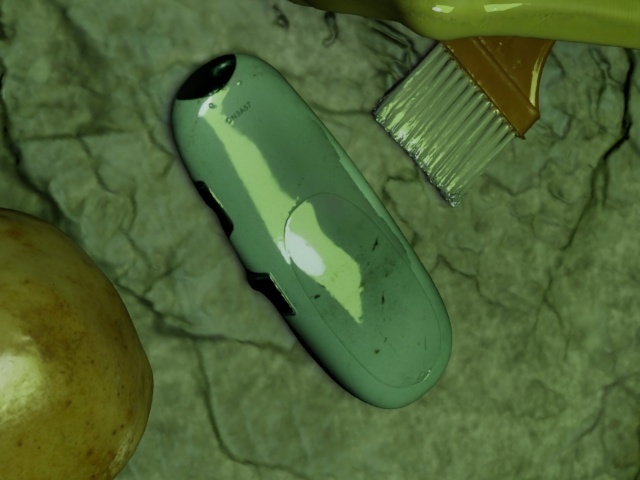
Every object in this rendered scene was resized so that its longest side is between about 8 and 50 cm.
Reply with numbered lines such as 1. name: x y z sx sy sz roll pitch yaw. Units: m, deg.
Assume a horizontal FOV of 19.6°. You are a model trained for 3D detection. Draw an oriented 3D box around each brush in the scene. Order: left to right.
1. brush: 0.161 -0.161 1.201 0.314 0.017 0.090 -47 113 -13

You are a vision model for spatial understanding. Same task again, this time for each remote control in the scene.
1. remote control: -0.001 -0.001 1.129 0.097 0.045 0.256 -43 109 -15

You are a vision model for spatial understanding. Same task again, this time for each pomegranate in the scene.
1. pomegranate: -0.188 0.068 0.979 0.196 0.196 0.196 -3 98 -24

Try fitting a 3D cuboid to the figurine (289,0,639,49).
1. figurine: 0.155 -0.293 1.038 0.361 0.266 0.377 -1 103 -38
